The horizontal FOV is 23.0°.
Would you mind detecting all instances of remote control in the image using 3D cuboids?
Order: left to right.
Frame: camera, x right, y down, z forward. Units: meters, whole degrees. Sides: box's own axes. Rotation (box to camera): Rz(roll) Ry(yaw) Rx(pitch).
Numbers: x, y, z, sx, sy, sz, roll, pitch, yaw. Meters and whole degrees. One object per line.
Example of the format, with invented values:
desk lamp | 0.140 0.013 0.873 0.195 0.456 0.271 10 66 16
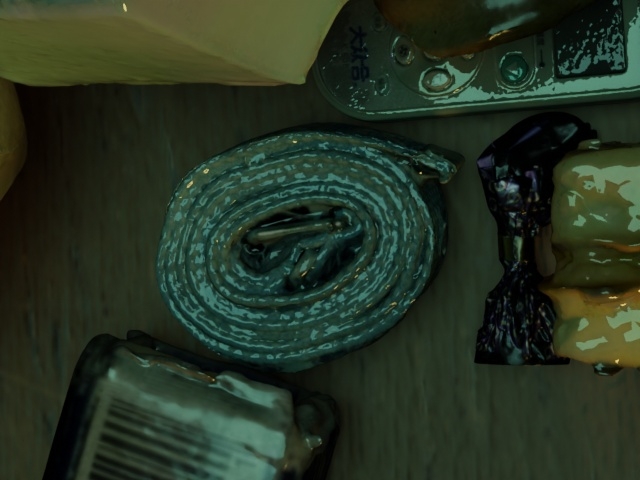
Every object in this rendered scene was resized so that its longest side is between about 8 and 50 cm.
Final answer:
remote control | 0.104 -0.112 0.908 0.221 0.042 0.078 -4 87 14

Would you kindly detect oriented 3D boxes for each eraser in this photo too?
eraser | -0.101 0.225 0.923 0.155 0.101 0.332 17 95 15

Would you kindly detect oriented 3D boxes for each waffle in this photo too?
waffle | 0.303 0.005 0.740 0.376 0.261 0.114 0 94 15

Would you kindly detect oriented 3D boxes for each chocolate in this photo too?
chocolate | 0.118 0.000 0.897 0.070 0.072 0.147 -8 75 55

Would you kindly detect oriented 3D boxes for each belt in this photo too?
belt | -0.009 0.001 0.913 0.163 0.082 0.148 13 104 10

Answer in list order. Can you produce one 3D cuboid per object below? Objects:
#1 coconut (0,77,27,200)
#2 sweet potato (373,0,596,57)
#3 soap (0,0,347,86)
coconut | -0.337 -0.058 0.887 0.352 0.352 0.353 0 89 15
sweet potato | 0.064 -0.277 0.868 0.158 0.158 0.370 -18 83 14
soap | -0.060 -0.304 0.776 0.261 0.156 0.446 4 81 33
